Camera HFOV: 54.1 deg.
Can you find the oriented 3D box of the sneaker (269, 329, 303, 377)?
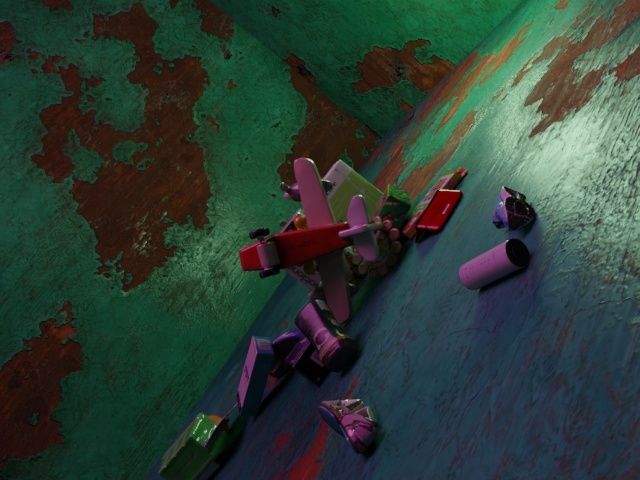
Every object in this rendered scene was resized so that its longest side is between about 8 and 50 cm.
[{"bbox_3d":[-0.105,0.342,2.069,0.296,0.112,0.131,-43,11,47],"label":"sneaker"}]

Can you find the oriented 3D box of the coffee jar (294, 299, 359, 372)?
[{"bbox_3d":[0.016,0.242,1.587,0.096,0.079,0.184,-48,49,11],"label":"coffee jar"}]

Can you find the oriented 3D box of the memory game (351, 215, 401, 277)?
[{"bbox_3d":[0.163,0.019,1.857,0.012,0.186,0.186,11,-51,-46],"label":"memory game"}]

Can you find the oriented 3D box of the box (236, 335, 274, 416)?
[{"bbox_3d":[-0.211,0.438,2.017,0.100,0.060,0.244,-118,41,-61],"label":"box"}]

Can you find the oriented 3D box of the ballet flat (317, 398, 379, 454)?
[{"bbox_3d":[0.061,0.344,1.201,0.079,0.077,0.221,-35,8,-13],"label":"ballet flat"}]

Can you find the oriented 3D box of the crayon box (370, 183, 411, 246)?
[{"bbox_3d":[0.216,-0.076,2.007,0.278,0.081,0.165,-64,-1,-76],"label":"crayon box"}]

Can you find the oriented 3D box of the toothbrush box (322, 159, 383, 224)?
[{"bbox_3d":[0.111,-0.128,2.333,0.206,0.283,0.122,-54,8,-8],"label":"toothbrush box"}]

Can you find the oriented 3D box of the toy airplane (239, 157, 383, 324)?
[{"bbox_3d":[0.000,0.000,1.858,0.386,0.384,0.272,-60,-6,2],"label":"toy airplane"}]

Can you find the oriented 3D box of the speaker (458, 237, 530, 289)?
[{"bbox_3d":[0.310,0.044,1.124,0.055,0.055,0.136,-57,8,-33],"label":"speaker"}]

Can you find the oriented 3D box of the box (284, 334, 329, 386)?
[{"bbox_3d":[-0.010,0.304,1.727,0.156,0.093,0.158,-54,6,-12],"label":"box"}]

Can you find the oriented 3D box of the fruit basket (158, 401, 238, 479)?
[{"bbox_3d":[-0.380,0.687,2.121,0.327,0.165,0.353,-50,-8,12],"label":"fruit basket"}]

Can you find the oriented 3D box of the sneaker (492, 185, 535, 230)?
[{"bbox_3d":[0.374,-0.047,1.229,0.162,0.063,0.073,-57,-10,-66],"label":"sneaker"}]

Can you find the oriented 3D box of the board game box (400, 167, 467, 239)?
[{"bbox_3d":[0.336,-0.121,1.878,0.259,0.039,0.124,-49,7,8],"label":"board game box"}]

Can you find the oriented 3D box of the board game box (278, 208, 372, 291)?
[{"bbox_3d":[-0.008,0.061,2.056,0.193,0.305,0.053,-50,9,21],"label":"board game box"}]

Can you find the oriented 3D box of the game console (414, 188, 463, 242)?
[{"bbox_3d":[0.326,-0.062,1.726,0.124,0.085,0.144,9,56,46],"label":"game console"}]
